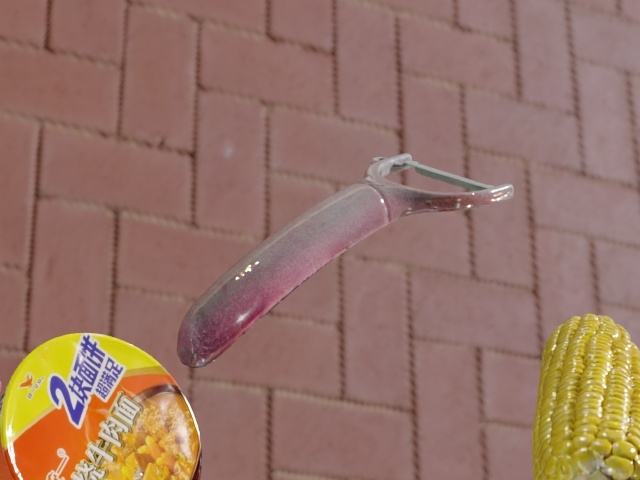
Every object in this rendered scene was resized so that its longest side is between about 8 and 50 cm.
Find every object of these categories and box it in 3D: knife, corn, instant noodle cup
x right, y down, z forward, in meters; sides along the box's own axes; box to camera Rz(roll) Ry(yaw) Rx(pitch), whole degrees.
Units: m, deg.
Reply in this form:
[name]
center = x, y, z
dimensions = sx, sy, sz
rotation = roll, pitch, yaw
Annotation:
[knife]
center = -0.001, -0.002, 1.098
dimensions = 0.278, 0.123, 0.053
rotation = -32, 121, -35
[corn]
center = 0.142, 0.093, 0.814
dimensions = 0.067, 0.067, 0.206
rotation = 40, 18, -6
[instant noodle cup]
center = -0.245, 0.216, 1.517
dimensions = 0.213, 0.174, 0.213
rotation = 18, 55, -29
